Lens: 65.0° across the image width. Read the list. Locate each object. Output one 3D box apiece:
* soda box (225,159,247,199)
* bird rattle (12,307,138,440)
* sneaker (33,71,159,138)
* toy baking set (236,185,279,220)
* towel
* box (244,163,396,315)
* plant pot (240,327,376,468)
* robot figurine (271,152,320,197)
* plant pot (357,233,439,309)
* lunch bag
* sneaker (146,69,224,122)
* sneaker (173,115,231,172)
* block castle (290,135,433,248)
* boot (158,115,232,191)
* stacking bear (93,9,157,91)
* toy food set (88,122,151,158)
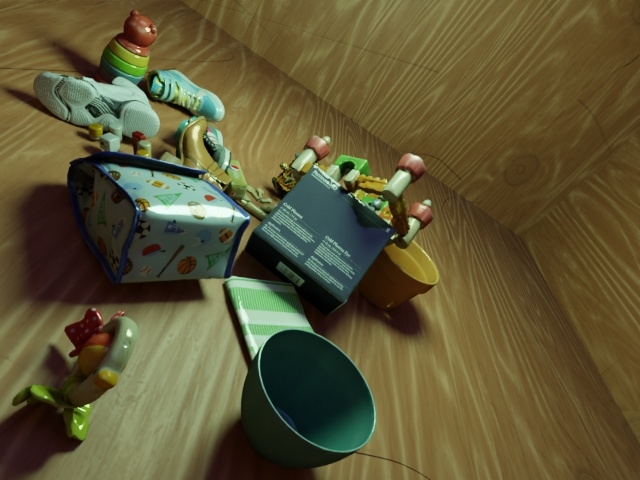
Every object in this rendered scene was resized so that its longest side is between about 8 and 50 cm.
[{"bbox_3d":[-0.308,-0.217,1.778,0.058,0.061,0.181,3,36,-25],"label":"soda box"},{"bbox_3d":[-0.393,0.216,0.897,0.143,0.207,0.253,49,32,-22],"label":"bird rattle"},{"bbox_3d":[-0.705,-0.449,1.603,0.366,0.137,0.210,16,27,-31],"label":"sneaker"},{"bbox_3d":[-0.197,-0.126,1.840,0.256,0.030,0.196,37,27,-4],"label":"toy baking set"},{"bbox_3d":[-0.121,0.235,1.373,0.248,0.038,0.324,12,38,-41],"label":"towel"},{"bbox_3d":[0.000,0.000,1.572,0.343,0.179,0.312,40,64,0],"label":"box"},{"bbox_3d":[-0.055,0.364,1.075,0.290,0.195,0.290,29,28,-17],"label":"plant pot"},{"bbox_3d":[-0.045,-0.202,1.960,0.291,0.211,0.085,39,18,-22],"label":"robot figurine"},{"bbox_3d":[0.257,0.115,1.841,0.291,0.203,0.290,30,29,-18],"label":"plant pot"},{"bbox_3d":[-0.425,-0.084,1.283,0.328,0.238,0.385,5,26,-47],"label":"lunch bag"},{"bbox_3d":[-0.549,-0.563,1.979,0.319,0.127,0.208,34,24,11],"label":"sneaker"},{"bbox_3d":[-0.427,-0.346,1.785,0.179,0.123,0.295,23,24,-37],"label":"sneaker"},{"bbox_3d":[0.146,-0.176,1.699,0.454,0.303,0.212,18,57,35],"label":"block castle"},{"bbox_3d":[-0.382,-0.265,1.657,0.220,0.109,0.283,31,51,-9],"label":"boot"},{"bbox_3d":[-0.677,-0.663,1.784,0.175,0.289,0.164,41,27,4],"label":"stacking bear"},{"bbox_3d":[-0.597,-0.272,1.533,0.232,0.104,0.111,26,38,13],"label":"toy food set"}]
